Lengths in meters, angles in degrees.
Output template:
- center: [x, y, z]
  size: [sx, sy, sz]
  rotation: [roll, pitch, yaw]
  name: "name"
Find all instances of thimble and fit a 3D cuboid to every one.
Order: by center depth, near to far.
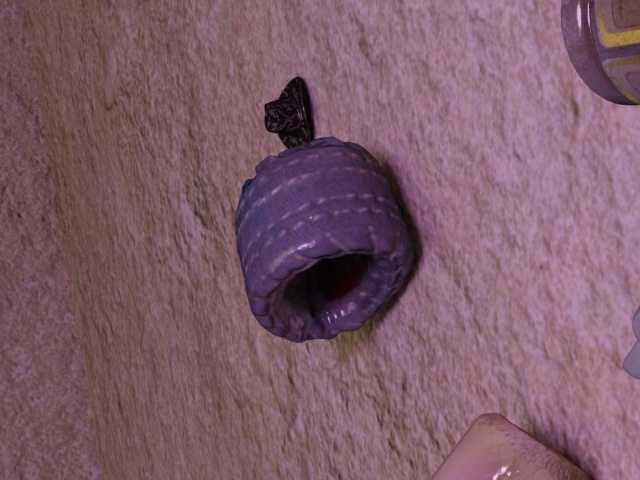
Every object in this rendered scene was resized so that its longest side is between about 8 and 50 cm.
- center: [0.000, 0.000, 1.611]
  size: [0.236, 0.205, 0.172]
  rotation: [81, 174, -56]
  name: "thimble"

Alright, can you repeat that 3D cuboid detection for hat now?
- center: [-0.052, -0.174, 1.849]
  size: [0.121, 0.050, 0.121]
  rotation: [177, 90, -67]
  name: "hat"

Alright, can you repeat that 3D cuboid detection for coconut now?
- center: [0.178, 0.262, 1.309]
  size: [0.152, 0.147, 0.147]
  rotation: [-56, 30, -3]
  name: "coconut"

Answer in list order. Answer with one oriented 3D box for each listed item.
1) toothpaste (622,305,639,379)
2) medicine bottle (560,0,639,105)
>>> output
- center: [0.346, -0.014, 1.040]
  size: [0.098, 0.061, 0.392]
  rotation: [-106, 32, -41]
  name: "toothpaste"
- center: [0.327, -0.172, 0.921]
  size: [0.322, 0.151, 0.151]
  rotation: [3, 96, 57]
  name: "medicine bottle"
